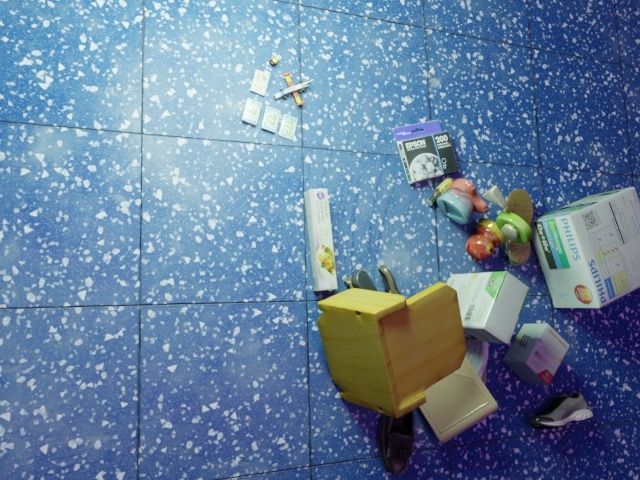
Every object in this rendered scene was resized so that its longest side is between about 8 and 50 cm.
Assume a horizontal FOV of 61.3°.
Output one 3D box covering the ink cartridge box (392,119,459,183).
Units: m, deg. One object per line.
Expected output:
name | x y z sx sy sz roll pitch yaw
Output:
ink cartridge box | 0.376 -0.322 1.918 0.206 0.045 0.209 -16 88 -22

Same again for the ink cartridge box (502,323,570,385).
ink cartridge box | 0.769 0.402 1.928 0.128 0.127 0.176 43 70 -10

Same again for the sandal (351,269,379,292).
sandal | 0.163 0.206 1.717 0.097 0.054 0.255 -43 110 -51

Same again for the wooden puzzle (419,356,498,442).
wooden puzzle | 0.425 0.503 1.770 0.220 0.044 0.239 -33 79 2

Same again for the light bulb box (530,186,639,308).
light bulb box | 1.024 0.029 2.026 0.360 0.225 0.358 -19 91 -22

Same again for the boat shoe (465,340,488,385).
boat shoe | 0.512 0.477 1.845 0.094 0.109 0.303 27 78 -39

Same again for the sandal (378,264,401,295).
sandal | 0.232 0.188 1.771 0.060 0.090 0.220 -24 93 -12

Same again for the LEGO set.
LEGO set | -0.134 -0.468 1.733 0.182 0.060 0.245 19 76 -22

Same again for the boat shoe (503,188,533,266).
boat shoe | 0.724 -0.048 2.005 0.104 0.089 0.286 7 76 6

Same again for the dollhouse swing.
dollhouse swing | 0.222 0.292 1.652 0.304 0.315 0.347 -31 114 -39

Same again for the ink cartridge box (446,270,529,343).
ink cartridge box | 0.517 0.218 1.775 0.117 0.278 0.202 33 72 -17

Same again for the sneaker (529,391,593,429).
sneaker | 0.862 0.621 1.962 0.271 0.100 0.108 -6 71 -25

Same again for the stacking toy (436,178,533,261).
stacking toy | 0.540 -0.054 1.822 0.130 0.279 0.309 -46 106 -9

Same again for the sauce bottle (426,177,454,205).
sauce bottle | 0.427 -0.171 1.919 0.128 0.042 0.042 -45 100 -19

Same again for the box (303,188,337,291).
box | 0.000 0.000 1.716 0.063 0.067 0.325 -4 83 -23

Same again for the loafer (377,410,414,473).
loafer | 0.248 0.591 1.716 0.108 0.095 0.303 4 81 -21

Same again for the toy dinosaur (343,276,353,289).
toy dinosaur | 0.126 0.220 1.736 0.112 0.064 0.212 -28 94 -23
